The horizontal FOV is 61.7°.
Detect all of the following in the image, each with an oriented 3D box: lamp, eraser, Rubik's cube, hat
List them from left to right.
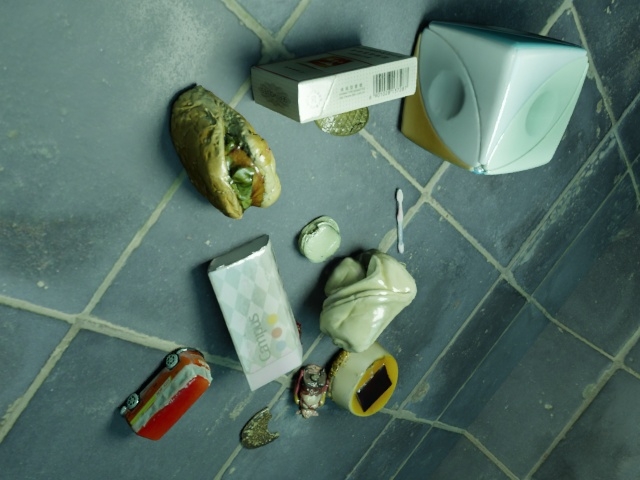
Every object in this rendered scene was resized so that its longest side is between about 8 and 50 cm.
[{"bbox_3d":[-0.170,0.206,1.502,0.213,0.082,0.396,-26,116,-23],"label":"eraser"},{"bbox_3d":[-0.042,0.552,1.890,0.118,0.118,0.253,-10,129,-35],"label":"lamp"},{"bbox_3d":[0.055,-0.349,1.408,0.146,0.067,0.146,2,144,1],"label":"hat"},{"bbox_3d":[0.470,-0.405,1.495,0.352,0.352,0.347,-10,124,-32],"label":"Rubik's cube"}]

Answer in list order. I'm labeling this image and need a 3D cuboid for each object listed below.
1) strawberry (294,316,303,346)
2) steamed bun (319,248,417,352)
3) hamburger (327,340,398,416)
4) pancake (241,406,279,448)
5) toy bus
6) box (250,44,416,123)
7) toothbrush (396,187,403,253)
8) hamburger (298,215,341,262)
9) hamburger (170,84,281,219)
[{"bbox_3d":[-0.132,0.327,1.669,0.236,0.107,0.175,2,116,-40],"label":"strawberry"},{"bbox_3d":[0.121,0.166,1.679,0.346,0.237,0.394,-45,178,33],"label":"steamed bun"},{"bbox_3d":[0.147,0.497,1.960,0.276,0.179,0.294,-42,131,-22],"label":"hamburger"},{"bbox_3d":[-0.202,0.665,1.903,0.184,0.020,0.190,7,114,-41],"label":"pancake"},{"bbox_3d":[-0.417,0.429,1.493,0.265,0.120,0.121,-46,138,-4],"label":"toy bus"},{"bbox_3d":[0.033,-0.374,1.254,0.330,0.210,0.095,-22,126,-27],"label":"box"},{"bbox_3d":[0.267,-0.061,1.793,0.021,0.027,0.269,-5,128,4],"label":"toothbrush"},{"bbox_3d":[0.000,0.000,1.591,0.140,0.062,0.133,-31,132,-17],"label":"hamburger"},{"bbox_3d":[-0.201,-0.169,1.209,0.162,0.209,0.330,-34,132,-17],"label":"hamburger"}]
